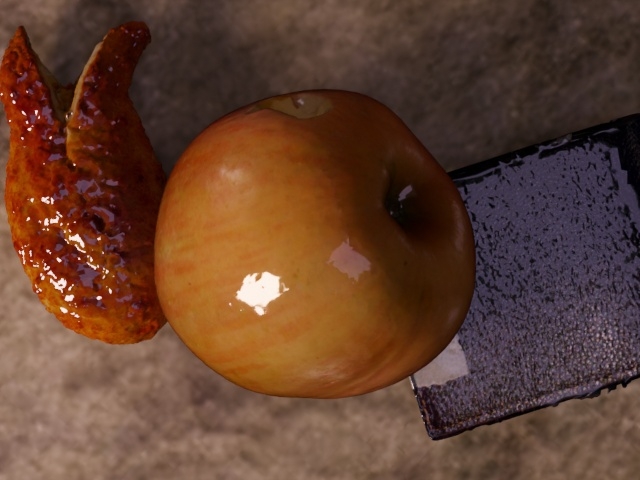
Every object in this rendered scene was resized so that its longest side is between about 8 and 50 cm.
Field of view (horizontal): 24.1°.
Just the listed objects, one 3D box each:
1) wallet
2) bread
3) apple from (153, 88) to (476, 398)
[{"bbox_3d":[0.184,0.031,1.287,0.262,0.071,0.221,-18,96,-2],"label":"wallet"},{"bbox_3d":[-0.186,-0.046,1.212,0.139,0.095,0.269,-9,94,-10],"label":"bread"},{"bbox_3d":[0.000,0.000,1.147,0.242,0.241,0.242,12,72,-38],"label":"apple"}]
